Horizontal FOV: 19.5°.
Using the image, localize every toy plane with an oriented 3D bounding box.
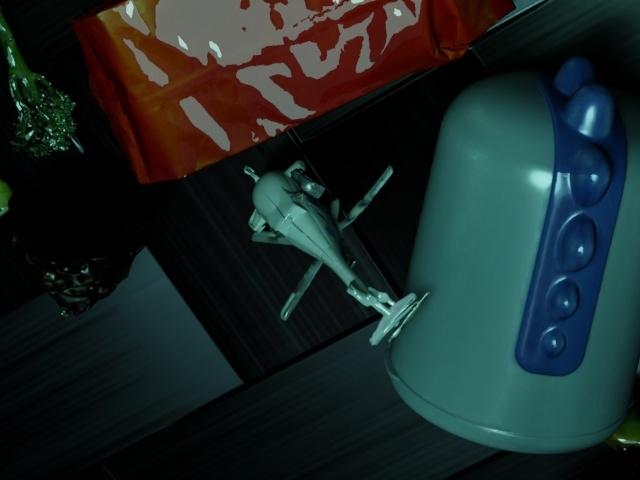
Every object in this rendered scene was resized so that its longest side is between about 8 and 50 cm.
[{"bbox_3d":[-0.006,0.009,1.778,0.107,0.273,0.182,33,118,-30],"label":"toy plane"}]

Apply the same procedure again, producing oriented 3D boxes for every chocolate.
[{"bbox_3d":[-0.242,0.012,1.903,0.156,0.156,0.133,7,139,7],"label":"chocolate"}]

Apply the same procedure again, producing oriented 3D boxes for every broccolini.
[{"bbox_3d":[-0.312,-0.198,1.854,0.071,0.057,0.254,-32,113,-24],"label":"broccolini"}]

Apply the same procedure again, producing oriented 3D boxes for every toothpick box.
[{"bbox_3d":[0.208,0.000,1.731,0.263,0.263,0.354,12,113,5],"label":"toothpick box"}]

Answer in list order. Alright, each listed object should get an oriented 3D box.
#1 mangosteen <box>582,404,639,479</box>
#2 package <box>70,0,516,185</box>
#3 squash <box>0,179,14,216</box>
[{"bbox_3d":[0.369,0.314,1.829,0.311,0.311,0.311,4,113,9],"label":"mangosteen"},{"bbox_3d":[-0.043,-0.203,1.765,0.424,0.123,0.196,-22,105,16],"label":"package"},{"bbox_3d":[-0.456,-0.062,1.910,0.252,0.093,0.169,-21,138,18],"label":"squash"}]
